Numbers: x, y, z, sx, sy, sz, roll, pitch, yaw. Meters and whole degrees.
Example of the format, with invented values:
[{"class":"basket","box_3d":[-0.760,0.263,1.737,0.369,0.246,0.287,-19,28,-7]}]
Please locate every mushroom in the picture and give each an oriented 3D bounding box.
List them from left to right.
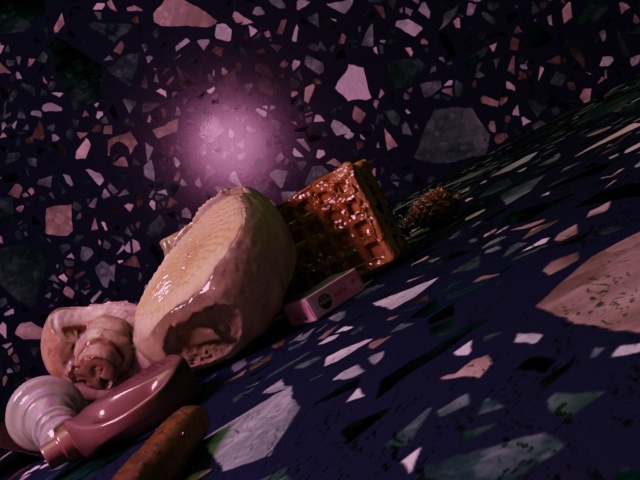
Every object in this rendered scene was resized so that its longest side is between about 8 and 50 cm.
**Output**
[{"class":"mushroom","box_3d":[-0.428,0.245,1.400,0.254,0.189,0.195,4,26,-8]}]

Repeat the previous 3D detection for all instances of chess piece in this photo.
[{"class":"chess piece","box_3d":[-0.454,0.318,1.198,0.139,0.139,0.272,-30,14,-27]}]

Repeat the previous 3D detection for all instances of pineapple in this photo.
[{"class":"pineapple","box_3d":[0.217,-0.053,1.553,0.221,0.083,0.103,-29,2,29]}]

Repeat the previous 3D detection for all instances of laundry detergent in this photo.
[{"class":"laundry detergent","box_3d":[-0.294,0.257,1.034,0.237,0.076,0.171,-30,4,-26]}]

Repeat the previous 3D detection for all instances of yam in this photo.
[{"class":"yam","box_3d":[-0.161,0.224,0.692,0.057,0.056,0.241,-28,2,10]}]

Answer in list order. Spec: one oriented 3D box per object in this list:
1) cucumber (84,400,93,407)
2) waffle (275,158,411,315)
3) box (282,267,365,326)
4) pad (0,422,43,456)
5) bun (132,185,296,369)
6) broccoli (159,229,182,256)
[{"class":"cucumber","box_3d":[-0.509,0.352,1.559,0.056,0.056,0.250,-28,6,3]},{"class":"waffle","box_3d":[-0.001,0.000,1.391,0.308,0.212,0.091,-28,-6,30]},{"class":"box","box_3d":[0.006,0.101,1.243,0.125,0.043,0.089,-30,3,-31]},{"class":"pad","box_3d":[-0.680,0.355,1.332,0.220,0.330,0.004,159,128,-75]},{"class":"bun","box_3d":[-0.178,0.086,1.300,0.364,0.202,0.364,-40,27,25]},{"class":"broccoli","box_3d":[-0.328,0.107,1.877,0.293,0.280,0.348,-24,5,47]}]
